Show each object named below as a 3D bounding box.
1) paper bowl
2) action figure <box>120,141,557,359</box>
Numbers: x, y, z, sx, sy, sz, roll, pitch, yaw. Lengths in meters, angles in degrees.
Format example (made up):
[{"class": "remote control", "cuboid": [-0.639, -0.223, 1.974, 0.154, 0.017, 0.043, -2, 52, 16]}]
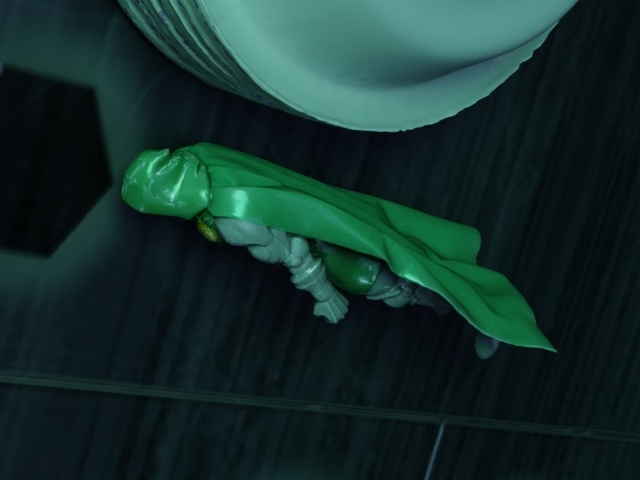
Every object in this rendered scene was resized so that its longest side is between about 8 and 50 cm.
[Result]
[{"class": "paper bowl", "cuboid": [0.038, -0.190, 0.671, 0.284, 0.148, 0.284, -16, 116, -37]}, {"class": "action figure", "cuboid": [0.000, 0.000, 0.741, 0.232, 0.137, 0.063, 22, 104, -34]}]
